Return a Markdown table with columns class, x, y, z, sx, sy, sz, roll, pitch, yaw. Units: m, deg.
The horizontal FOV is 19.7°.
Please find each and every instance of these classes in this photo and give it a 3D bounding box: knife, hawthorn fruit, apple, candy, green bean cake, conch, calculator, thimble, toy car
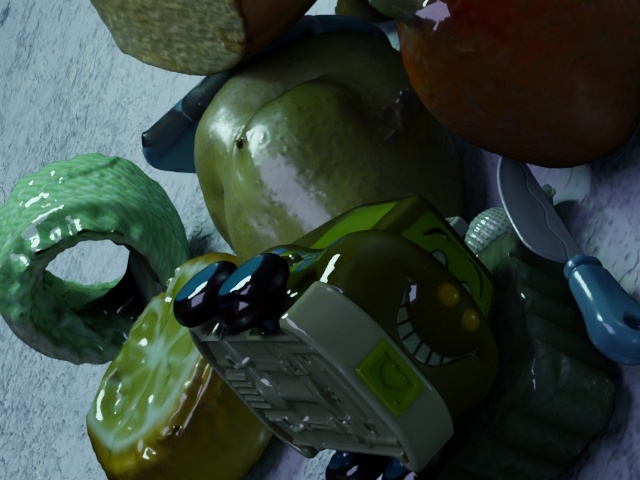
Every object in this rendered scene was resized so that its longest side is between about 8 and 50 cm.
| class | x | y | z | sx | sy | sz | roll | pitch | yaw |
| --- | --- | --- | --- | --- | --- | --- | --- | --- | --- |
| knife | 0.178 | 0.005 | 1.370 | 0.244 | 0.058 | 0.032 | 59 | 141 | 43 |
| hawthorn fruit | 0.145 | -0.161 | 1.392 | 0.199 | 0.251 | 0.199 | -18 | 68 | 54 |
| apple | -0.078 | -0.324 | 1.638 | 0.309 | 0.252 | 0.314 | -54 | 11 | -21 |
| candy | -0.120 | 0.133 | 1.779 | 0.260 | 0.118 | 0.260 | -41 | 35 | 37 |
| green bean cake | 0.127 | 0.109 | 1.380 | 0.183 | 0.094 | 0.185 | -51 | 31 | 28 |
| conch | 0.155 | -0.004 | 1.458 | 0.085 | 0.056 | 0.076 | -24 | -4 | 4 |
| calculator | -0.054 | -0.137 | 1.824 | 0.293 | 0.173 | 0.051 | -36 | 64 | 44 |
| thimble | -0.243 | 0.027 | 1.979 | 0.219 | 0.219 | 0.150 | -54 | 29 | 23 |
| toy car | 0.036 | 0.052 | 1.333 | 0.198 | 0.204 | 0.248 | -46 | 15 | -19 |

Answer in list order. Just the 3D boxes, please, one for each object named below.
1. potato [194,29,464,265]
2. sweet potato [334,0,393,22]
| class | x | y | z | sx | sy | sz | roll | pitch | yaw |
| --- | --- | --- | --- | --- | --- | --- | --- | --- | --- |
| potato | 0.016 | -0.040 | 1.585 | 0.351 | 0.218 | 0.202 | -116 | 15 | -52 |
| sweet potato | 0.097 | -0.274 | 1.764 | 0.112 | 0.085 | 0.286 | -44 | -3 | -39 |
